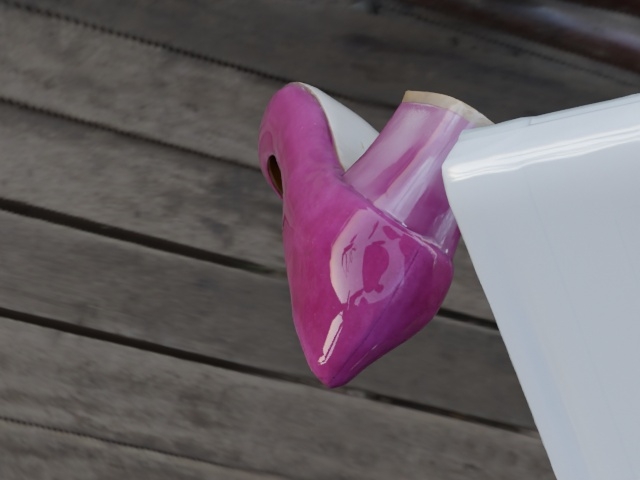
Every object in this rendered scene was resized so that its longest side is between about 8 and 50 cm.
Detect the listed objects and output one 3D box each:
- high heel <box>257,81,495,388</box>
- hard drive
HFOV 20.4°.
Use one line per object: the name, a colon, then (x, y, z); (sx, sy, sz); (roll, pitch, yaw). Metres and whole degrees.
high heel: (0.000, 0.000, 0.761); (0.082, 0.244, 0.117); (36, 82, -20)
hard drive: (0.215, 0.028, 0.577); (0.203, 0.307, 0.040); (67, 29, -22)
